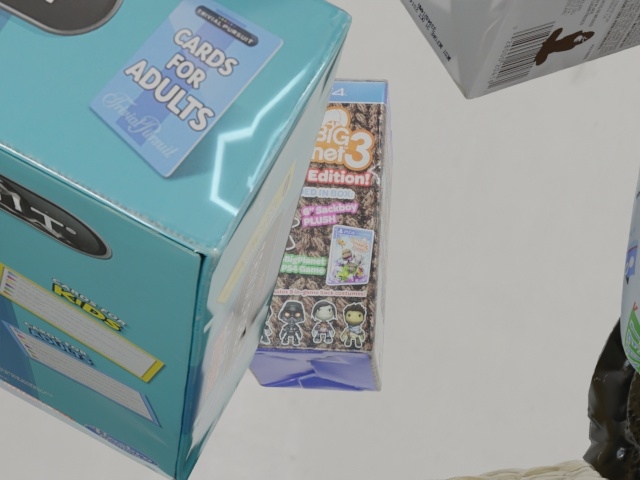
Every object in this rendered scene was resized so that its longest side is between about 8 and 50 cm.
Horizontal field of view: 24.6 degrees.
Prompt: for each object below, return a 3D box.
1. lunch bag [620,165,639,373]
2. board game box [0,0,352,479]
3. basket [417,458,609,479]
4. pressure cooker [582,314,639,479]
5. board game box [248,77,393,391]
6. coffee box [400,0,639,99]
[{"bbox_3d":[0.345,0.002,0.952,0.303,0.115,0.243,15,72,-5],"label":"lunch bag"},{"bbox_3d":[-0.136,-0.033,0.516,0.254,0.336,0.079,28,70,3],"label":"board game box"},{"bbox_3d":[0.075,0.309,1.003,0.331,0.328,0.266,-7,86,3],"label":"basket"},{"bbox_3d":[0.542,0.215,1.554,0.420,0.375,0.370,27,133,-22],"label":"pressure cooker"},{"bbox_3d":[0.000,0.000,1.582,0.141,0.232,0.291,2,74,5],"label":"board game box"},{"bbox_3d":[0.163,-0.189,0.830,0.141,0.247,0.098,59,155,23],"label":"coffee box"}]
